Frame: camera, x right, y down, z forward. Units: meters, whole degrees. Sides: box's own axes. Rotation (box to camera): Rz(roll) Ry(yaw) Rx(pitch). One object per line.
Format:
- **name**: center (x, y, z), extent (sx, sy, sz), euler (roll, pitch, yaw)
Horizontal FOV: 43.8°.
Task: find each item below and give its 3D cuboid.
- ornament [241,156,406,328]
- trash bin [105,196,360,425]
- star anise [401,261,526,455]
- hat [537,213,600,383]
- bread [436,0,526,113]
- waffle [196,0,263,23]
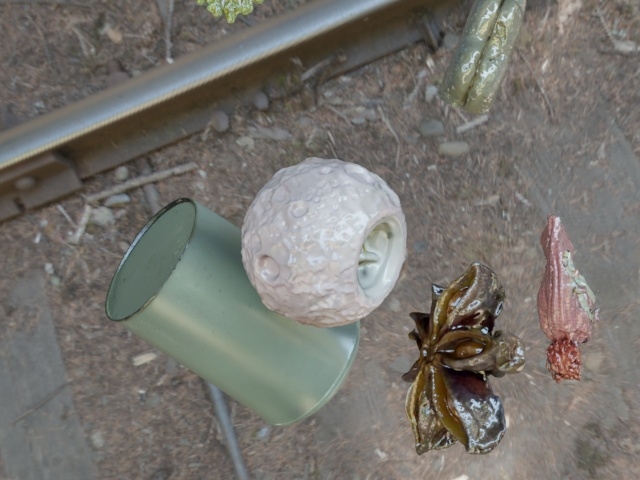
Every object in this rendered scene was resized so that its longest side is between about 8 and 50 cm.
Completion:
- **ornament**: center (0.000, 0.000, 1.207), extent (0.225, 0.259, 0.260), euler (14, 85, 32)
- **trash bin**: center (-0.134, 0.139, 1.424), extent (0.432, 0.280, 0.280), euler (36, 91, -28)
- **star anise**: center (0.177, 0.150, 0.961), extent (0.098, 0.220, 0.214), euler (2, 61, -27)
- **hat**: center (0.435, 0.106, 1.399), extent (0.107, 0.236, 0.287), euler (-5, 72, 24)
- **bread**: center (0.306, -0.370, 1.430), extent (0.101, 0.337, 0.183), euler (23, 131, 4)
- **waffle**: center (-0.165, -0.499, 1.459), extent (0.169, 0.036, 0.183), euler (40, 84, -11)
